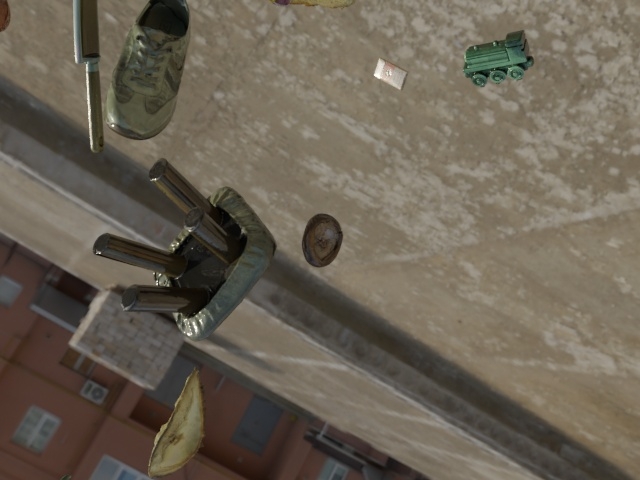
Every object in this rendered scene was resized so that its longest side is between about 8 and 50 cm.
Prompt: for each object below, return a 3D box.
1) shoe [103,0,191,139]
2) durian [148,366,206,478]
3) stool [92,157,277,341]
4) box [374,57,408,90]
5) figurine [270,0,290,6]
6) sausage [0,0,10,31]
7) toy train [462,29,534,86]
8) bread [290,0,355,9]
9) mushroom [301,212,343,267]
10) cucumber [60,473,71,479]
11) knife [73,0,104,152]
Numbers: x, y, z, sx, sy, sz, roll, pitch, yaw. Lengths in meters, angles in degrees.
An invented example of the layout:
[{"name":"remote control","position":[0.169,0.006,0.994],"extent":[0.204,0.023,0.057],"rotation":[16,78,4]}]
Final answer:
[{"name":"shoe","position":[-0.259,-0.278,1.096],"extent":[0.103,0.275,0.098],"rotation":[13,154,-13]},{"name":"durian","position":[-0.165,0.208,0.817],"extent":[0.052,0.130,0.066],"rotation":[12,162,37]},{"name":"stool","position":[-0.301,0.014,1.580],"extent":[0.226,0.310,0.310],"rotation":[33,-170,-46]},{"name":"box","position":[0.161,-0.381,1.632],"extent":[0.083,0.012,0.046],"rotation":[36,125,29]},{"name":"figurine","position":[-0.061,-0.559,1.484],"extent":[0.095,0.115,0.156],"rotation":[43,132,-11]},{"name":"sausage","position":[-0.395,-0.242,0.756],"extent":[0.089,0.089,0.179],"rotation":[31,-155,-8]},{"name":"toy train","position":[0.421,-0.436,1.712],"extent":[0.170,0.071,0.111],"rotation":[-4,136,31]},{"name":"bread","position":[-0.013,-0.754,1.804],"extent":[0.279,0.279,0.207],"rotation":[8,145,0]},{"name":"mushroom","position":[0.000,0.000,1.607],"extent":[0.052,0.123,0.123],"rotation":[7,153,41]},{"name":"cucumber","position":[-0.400,0.432,0.949],"extent":[0.056,0.250,0.056],"rotation":[24,158,10]},{"name":"knife","position":[-0.377,-0.306,1.167],"extent":[0.027,0.343,0.061],"rotation":[10,-157,13]}]
